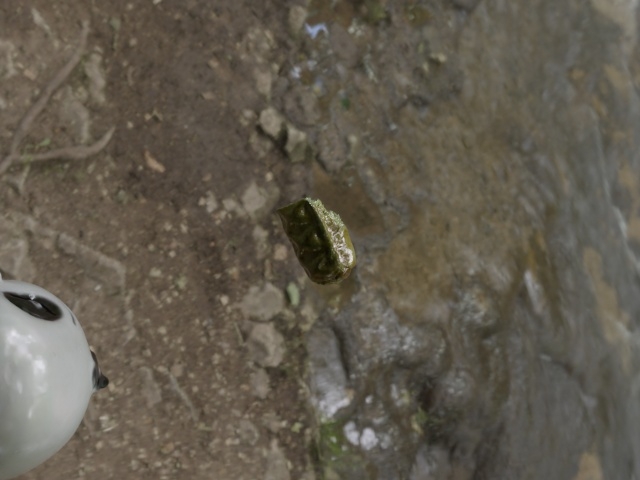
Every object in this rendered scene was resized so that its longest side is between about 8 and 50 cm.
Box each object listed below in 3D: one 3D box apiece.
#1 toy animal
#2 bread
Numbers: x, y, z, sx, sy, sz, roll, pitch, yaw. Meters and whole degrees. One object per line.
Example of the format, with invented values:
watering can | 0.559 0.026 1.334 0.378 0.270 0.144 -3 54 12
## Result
toy animal | -0.276 0.107 0.538 0.235 0.187 0.165 -29 126 -51
bread | 0.000 0.000 0.888 0.066 0.060 0.110 -29 97 -23
